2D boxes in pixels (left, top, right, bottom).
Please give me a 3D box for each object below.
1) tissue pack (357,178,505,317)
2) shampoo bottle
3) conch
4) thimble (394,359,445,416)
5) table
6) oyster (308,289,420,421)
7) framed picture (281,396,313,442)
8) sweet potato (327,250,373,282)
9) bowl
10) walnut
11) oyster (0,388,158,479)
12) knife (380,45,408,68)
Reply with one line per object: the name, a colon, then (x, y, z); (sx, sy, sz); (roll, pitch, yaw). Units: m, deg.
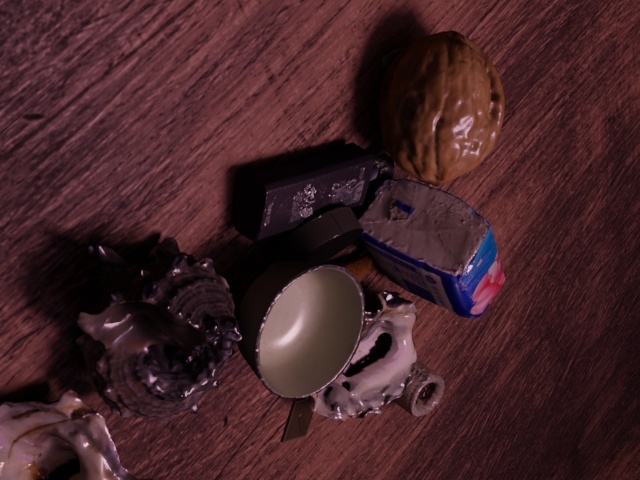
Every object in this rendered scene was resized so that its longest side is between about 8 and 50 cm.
tissue pack: (0.194, 0.015, 1.436); (0.137, 0.209, 0.269); (-62, 155, -10)
shampoo bottle: (0.003, -0.087, 1.300); (0.310, 0.071, 0.098); (-22, 131, -43)
conch: (-0.222, 0.119, 1.110); (0.241, 0.186, 0.313); (-30, 151, -17)
thimble: (0.193, 0.301, 1.747); (0.102, 0.090, 0.115); (-41, 140, -20)
table: (0.000, 0.000, 1.313); (0.134, 0.043, 0.133); (-30, 168, -7)
oyster: (0.075, 0.193, 1.532); (0.351, 0.115, 0.237); (-23, 120, -45)
framed picture: (-0.037, 0.331, 1.567); (0.066, 0.007, 0.089); (-3, 115, -49)
sweet potato: (-0.011, 0.082, 1.396); (0.314, 0.066, 0.072); (-32, 151, -35)
bowl: (-0.043, 0.117, 1.251); (0.211, 0.112, 0.211); (-19, 120, -35)
walnut: (0.188, -0.205, 1.323); (0.198, 0.198, 0.244); (-5, 105, -47)
oyster: (-0.356, 0.307, 1.113); (0.275, 0.100, 0.271); (-20, 125, -25)
knife: (0.171, -0.316, 1.392); (0.210, 0.015, 0.028); (-24, 126, -37)
